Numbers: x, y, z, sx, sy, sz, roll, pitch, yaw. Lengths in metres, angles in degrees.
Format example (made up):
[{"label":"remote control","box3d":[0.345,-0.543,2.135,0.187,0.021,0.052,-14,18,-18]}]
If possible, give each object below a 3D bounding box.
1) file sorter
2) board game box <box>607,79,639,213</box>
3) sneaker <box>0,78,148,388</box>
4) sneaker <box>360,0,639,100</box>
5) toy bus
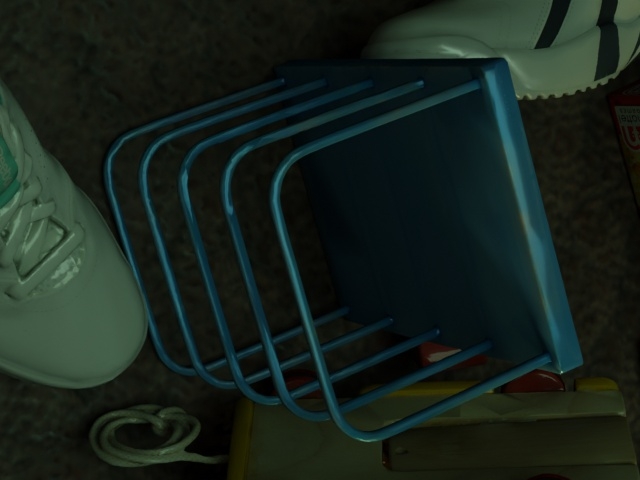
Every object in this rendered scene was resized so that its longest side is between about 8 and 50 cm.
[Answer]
[{"label":"file sorter","box3d":[0.000,0.000,0.741,0.104,0.170,0.118,-21,104,-24]},{"label":"board game box","box3d":[0.220,0.015,0.883,0.045,0.146,0.194,-25,105,-27]},{"label":"sneaker","box3d":[-0.129,-0.023,0.704,0.080,0.094,0.212,-46,115,-21]},{"label":"sneaker","box3d":[0.104,-0.145,0.834,0.235,0.094,0.153,-14,99,-31]},{"label":"toy bus","box3d":[0.038,0.120,0.785,0.191,0.202,0.104,-25,123,-36]}]
